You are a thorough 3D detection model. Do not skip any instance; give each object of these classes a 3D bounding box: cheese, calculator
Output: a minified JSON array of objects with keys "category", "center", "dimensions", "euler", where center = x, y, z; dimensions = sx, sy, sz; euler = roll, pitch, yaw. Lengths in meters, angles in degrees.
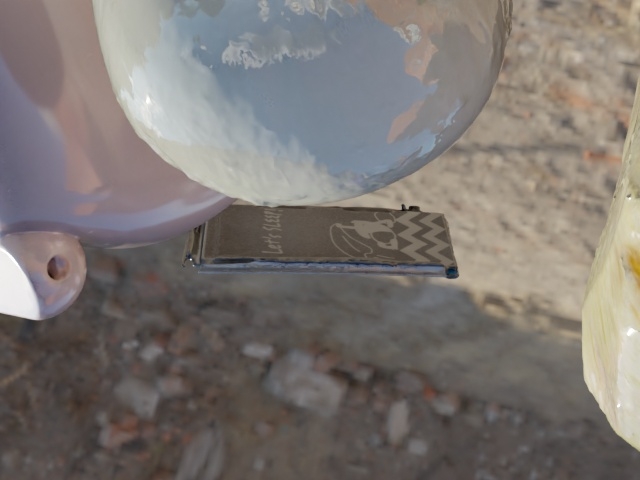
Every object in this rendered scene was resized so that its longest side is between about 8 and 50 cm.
[{"category":"cheese","center":[-0.009,-0.105,0.627],"dimensions":[0.198,0.189,0.154],"euler":[-10,136,8]},{"category":"calculator","center":[0.000,0.001,1.475],"dimensions":[0.274,0.028,0.165],"euler":[2,-157,-1]}]

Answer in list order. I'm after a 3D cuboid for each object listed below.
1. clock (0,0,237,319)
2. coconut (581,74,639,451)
[{"category":"clock","center":[-0.130,-0.151,0.900],"dimensions":[0.184,0.326,0.342],"euler":[9,124,48]},{"category":"coconut","center":[0.352,0.008,0.956],"dimensions":[0.416,0.415,0.344],"euler":[10,162,16]}]
